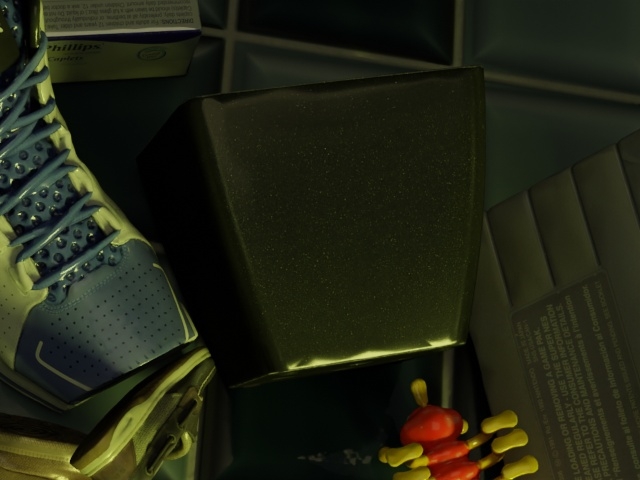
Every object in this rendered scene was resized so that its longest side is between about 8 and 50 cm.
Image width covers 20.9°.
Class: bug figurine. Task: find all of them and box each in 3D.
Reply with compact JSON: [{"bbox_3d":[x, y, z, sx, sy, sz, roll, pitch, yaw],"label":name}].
[{"bbox_3d":[0.007,0.208,1.062,0.279,0.072,0.216,-14,67,-13],"label":"bug figurine"}]

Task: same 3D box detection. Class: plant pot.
[{"bbox_3d":[0.000,0.000,1.092,0.188,0.187,0.167,-7,83,-16],"label":"plant pot"}]

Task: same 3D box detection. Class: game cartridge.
[{"bbox_3d":[0.212,0.116,1.071,0.068,0.230,0.355,3,66,-41],"label":"game cartridge"}]

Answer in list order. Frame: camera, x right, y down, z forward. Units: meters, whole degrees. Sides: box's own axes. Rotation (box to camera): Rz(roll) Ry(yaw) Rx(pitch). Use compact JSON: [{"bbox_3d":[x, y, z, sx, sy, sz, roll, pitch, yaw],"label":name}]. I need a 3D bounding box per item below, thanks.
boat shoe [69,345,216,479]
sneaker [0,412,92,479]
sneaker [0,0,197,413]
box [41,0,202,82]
[{"bbox_3d":[-0.101,0.113,1.061,0.049,0.056,0.152,54,32,-5],"label":"boat shoe"},{"bbox_3d":[-0.222,0.141,1.051,0.188,0.066,0.071,9,94,-13],"label":"sneaker"},{"bbox_3d":[-0.201,-0.052,1.054,0.127,0.182,0.315,-32,79,-21],"label":"sneaker"},{"bbox_3d":[-0.154,-0.182,1.176,0.126,0.072,0.137,-5,70,-16],"label":"box"}]
